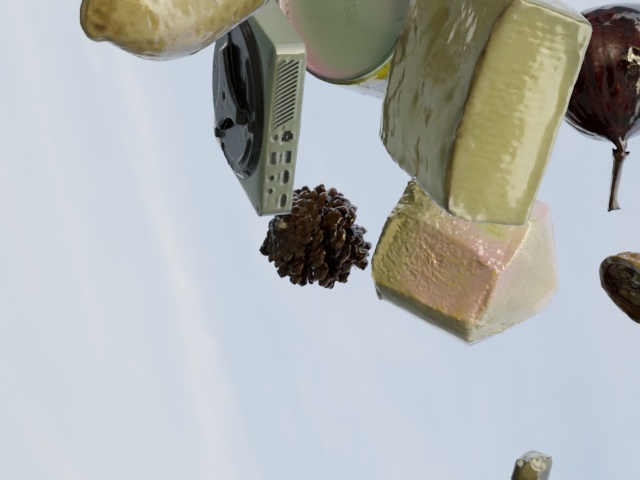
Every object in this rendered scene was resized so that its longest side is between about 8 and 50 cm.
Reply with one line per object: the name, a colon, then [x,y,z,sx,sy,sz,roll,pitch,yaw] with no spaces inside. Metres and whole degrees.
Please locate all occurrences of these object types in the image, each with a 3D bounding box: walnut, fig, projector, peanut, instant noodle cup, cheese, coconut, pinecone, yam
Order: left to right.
peanut: [-0.140,-0.264,1.626,0.122,0.253,0.137,15,-42,44]
projector: [-0.094,-0.201,2.168,0.259,0.079,0.257,-121,-148,-53]
pinecone: [0.000,0.000,2.389,0.173,0.173,0.174,45,-37,47]
instant noodle cup: [0.109,-0.331,2.208,0.325,0.254,0.326,-1,-92,38]
coconut: [0.213,0.022,2.200,0.245,0.233,0.233,23,-46,18]
cheese: [0.167,-0.171,1.720,0.265,0.123,0.243,-125,-128,-64]
yam: [0.292,0.476,2.446,0.071,0.067,0.317,-124,-132,-79]
fig: [0.401,-0.200,2.154,0.203,0.186,0.250,-25,-135,35]
walnut: [0.357,0.045,1.717,0.121,0.052,0.091,19,-39,58]
